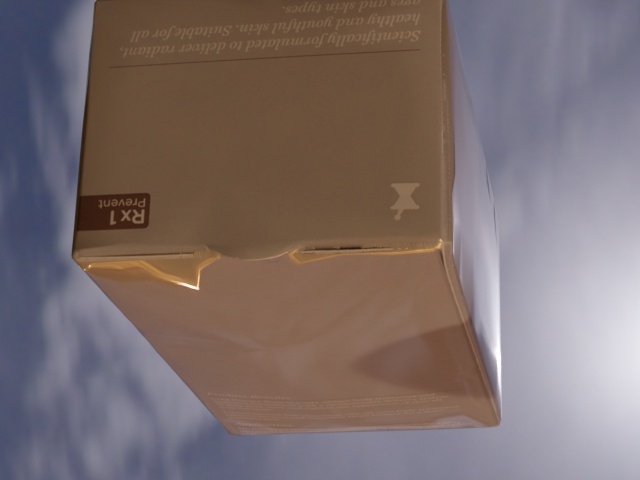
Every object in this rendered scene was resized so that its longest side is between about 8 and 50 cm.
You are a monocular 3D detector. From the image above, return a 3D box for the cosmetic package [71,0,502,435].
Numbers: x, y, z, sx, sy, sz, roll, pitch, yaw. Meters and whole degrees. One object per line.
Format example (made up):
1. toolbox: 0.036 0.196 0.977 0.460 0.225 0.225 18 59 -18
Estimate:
1. cosmetic package: 0.000 0.000 0.667 0.238 0.127 0.107 71 20 -66
